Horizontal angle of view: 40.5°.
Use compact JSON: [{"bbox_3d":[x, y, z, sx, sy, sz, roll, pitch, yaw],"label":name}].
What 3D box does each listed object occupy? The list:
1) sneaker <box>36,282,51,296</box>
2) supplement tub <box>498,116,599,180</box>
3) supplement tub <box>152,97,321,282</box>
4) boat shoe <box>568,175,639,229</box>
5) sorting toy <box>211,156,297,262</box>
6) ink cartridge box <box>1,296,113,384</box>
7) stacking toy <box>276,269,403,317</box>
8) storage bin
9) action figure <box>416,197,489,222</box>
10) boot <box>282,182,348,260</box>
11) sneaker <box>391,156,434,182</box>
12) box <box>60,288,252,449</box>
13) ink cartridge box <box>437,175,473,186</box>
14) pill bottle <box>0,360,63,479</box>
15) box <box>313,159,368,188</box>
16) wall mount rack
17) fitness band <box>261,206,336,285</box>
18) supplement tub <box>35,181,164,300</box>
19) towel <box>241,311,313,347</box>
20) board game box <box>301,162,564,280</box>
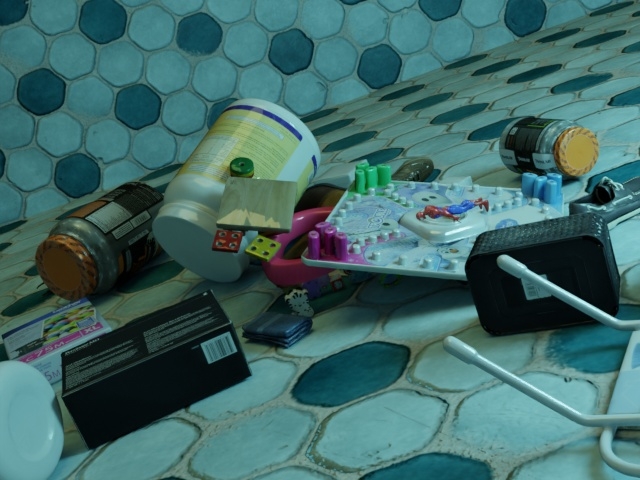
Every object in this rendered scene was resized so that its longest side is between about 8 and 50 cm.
[{"bbox_3d":[-0.607,0.086,2.126,0.170,0.051,0.089,-18,16,20],"label":"sneaker"},{"bbox_3d":[0.443,-0.179,1.684,0.117,0.117,0.190,-24,18,-15],"label":"supplement tub"},{"bbox_3d":[-0.171,-0.103,1.781,0.241,0.241,0.331,-2,46,44],"label":"supplement tub"},{"bbox_3d":[0.473,-0.070,1.401,0.206,0.065,0.075,-29,19,-30],"label":"boat shoe"},{"bbox_3d":[-0.114,-0.047,1.563,0.132,0.046,0.274,4,42,2],"label":"sorting toy"},{"bbox_3d":[-0.511,0.192,1.676,0.186,0.065,0.311,-25,16,-19],"label":"ink cartridge box"},{"bbox_3d":[0.030,0.059,1.510,0.221,0.052,0.167,-20,17,-3],"label":"stacking toy"},{"bbox_3d":[0.294,0.045,1.144,0.180,0.122,0.084,-12,19,24],"label":"storage bin"},{"bbox_3d":[0.202,-0.045,1.343,0.115,0.030,0.038,-7,20,-14],"label":"action figure"},{"bbox_3d":[-0.009,-0.011,1.768,0.264,0.096,0.280,0,32,30],"label":"boot"},{"bbox_3d":[0.180,-0.119,1.908,0.188,0.066,0.071,-28,35,-11],"label":"sneaker"},{"bbox_3d":[-0.256,0.190,1.331,0.261,0.103,0.184,-23,20,-10],"label":"box"},{"bbox_3d":[0.256,-0.098,1.788,0.115,0.029,0.063,-34,22,-36],"label":"ink cartridge box"},{"bbox_3d":[-0.538,0.284,1.210,0.323,0.181,0.181,-15,18,16],"label":"pill bottle"},{"bbox_3d":[0.057,-0.122,1.975,0.102,0.087,0.101,-8,20,32],"label":"box"},{"bbox_3d":[0.320,0.101,0.933,0.304,0.130,0.350,-8,19,32],"label":"wall mount rack"},{"bbox_3d":[0.000,0.000,1.551,0.209,0.054,0.291,-15,19,9],"label":"fitness band"},{"bbox_3d":[-0.496,0.002,2.015,0.193,0.193,0.316,-8,20,33],"label":"supplement tub"},{"bbox_3d":[-0.070,0.142,1.400,0.067,0.029,0.119,-33,21,-36],"label":"towel"},{"bbox_3d":[0.204,-0.042,1.437,0.390,0.050,0.390,5,24,14],"label":"board game box"}]
